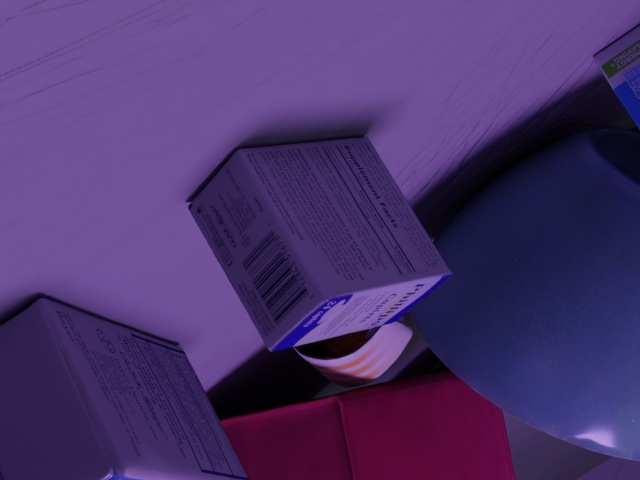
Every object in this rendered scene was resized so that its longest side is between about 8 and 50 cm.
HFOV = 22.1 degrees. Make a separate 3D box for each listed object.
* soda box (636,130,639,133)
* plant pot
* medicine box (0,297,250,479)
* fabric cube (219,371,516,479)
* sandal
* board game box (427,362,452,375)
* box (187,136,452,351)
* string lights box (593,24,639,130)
[{"bbox_3d":[0.336,-0.067,1.531,0.083,0.092,0.263,-10,154,-51],"label":"soda box"},{"bbox_3d":[0.244,0.019,1.390,0.290,0.290,0.195,-8,130,-49],"label":"plant pot"},{"bbox_3d":[-0.232,0.192,1.268,0.263,0.149,0.289,-32,161,8],"label":"medicine box"},{"bbox_3d":[0.027,0.280,1.624,0.254,0.259,0.258,-15,174,37],"label":"fabric cube"},{"bbox_3d":[0.044,0.096,1.549,0.102,0.076,0.265,-32,162,8],"label":"sandal"},{"bbox_3d":[0.138,0.186,1.912,0.259,0.030,0.136,-46,-170,41],"label":"board game box"},{"bbox_3d":[0.000,0.000,1.141,0.137,0.126,0.072,-9,152,-47],"label":"box"},{"bbox_3d":[0.336,-0.067,1.248,0.133,0.259,0.077,-35,154,14],"label":"string lights box"}]
